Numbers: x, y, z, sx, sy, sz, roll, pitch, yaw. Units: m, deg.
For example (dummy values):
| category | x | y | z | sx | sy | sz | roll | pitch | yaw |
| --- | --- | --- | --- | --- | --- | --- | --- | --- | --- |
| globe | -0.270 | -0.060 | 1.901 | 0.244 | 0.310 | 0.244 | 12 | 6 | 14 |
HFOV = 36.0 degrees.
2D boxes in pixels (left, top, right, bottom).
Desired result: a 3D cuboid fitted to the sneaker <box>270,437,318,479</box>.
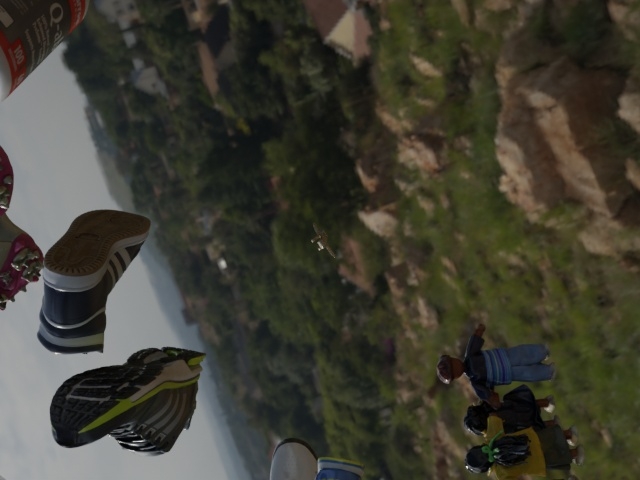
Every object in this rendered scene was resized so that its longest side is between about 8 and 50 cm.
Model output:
| category | x | y | z | sx | sy | sz | roll | pitch | yaw |
| --- | --- | --- | --- | --- | --- | --- | --- | --- | --- |
| sneaker | -0.043 | 0.457 | 1.547 | 0.145 | 0.090 | 0.270 | -7 | -83 | -83 |

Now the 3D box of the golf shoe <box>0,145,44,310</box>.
| category | x | y | z | sx | sy | sz | roll | pitch | yaw |
| --- | --- | --- | --- | --- | --- | --- | --- | --- | --- |
| golf shoe | -0.363 | -0.040 | 0.949 | 0.140 | 0.115 | 0.306 | 42 | 154 | 18 |

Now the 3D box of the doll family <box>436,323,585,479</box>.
| category | x | y | z | sx | sy | sz | roll | pitch | yaw |
| --- | --- | --- | --- | --- | --- | --- | --- | --- | --- |
| doll family | 0.170 | 0.169 | 0.896 | 0.076 | 0.111 | 0.193 | 92 | 170 | -48 |

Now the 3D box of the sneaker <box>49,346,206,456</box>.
| category | x | y | z | sx | sy | sz | roll | pitch | yaw |
| --- | --- | --- | --- | --- | --- | --- | --- | --- | --- |
| sneaker | -0.222 | 0.212 | 1.205 | 0.300 | 0.111 | 0.121 | -13 | -79 | -69 |

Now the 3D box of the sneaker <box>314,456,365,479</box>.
| category | x | y | z | sx | sy | sz | roll | pitch | yaw |
| --- | --- | --- | --- | --- | --- | --- | --- | --- | --- |
| sneaker | 0.015 | 0.247 | 0.877 | 0.144 | 0.053 | 0.059 | 78 | -164 | -51 |

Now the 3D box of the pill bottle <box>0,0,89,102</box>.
| category | x | y | z | sx | sy | sz | roll | pitch | yaw |
| --- | --- | --- | --- | --- | --- | --- | --- | --- | --- |
| pill bottle | -0.516 | -0.400 | 1.643 | 0.210 | 0.210 | 0.363 | 78 | -150 | -43 |

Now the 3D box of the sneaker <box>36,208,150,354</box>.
| category | x | y | z | sx | sy | sz | roll | pitch | yaw |
| --- | --- | --- | --- | --- | --- | --- | --- | --- | --- |
| sneaker | -0.319 | 0.059 | 1.385 | 0.282 | 0.099 | 0.153 | -64 | -15 | -70 |

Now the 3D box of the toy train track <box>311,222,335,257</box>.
| category | x | y | z | sx | sy | sz | roll | pitch | yaw |
| --- | --- | --- | --- | --- | --- | --- | --- | --- | --- |
| toy train track | 0.000 | 0.000 | 1.189 | 0.048 | 0.014 | 0.083 | 57 | -174 | -7 |

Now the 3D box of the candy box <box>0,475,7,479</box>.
| category | x | y | z | sx | sy | sz | roll | pitch | yaw |
| --- | --- | --- | --- | --- | --- | --- | --- | --- | --- |
| candy box | -0.329 | 0.344 | 1.122 | 0.165 | 0.070 | 0.196 | 42 | 160 | -11 |
